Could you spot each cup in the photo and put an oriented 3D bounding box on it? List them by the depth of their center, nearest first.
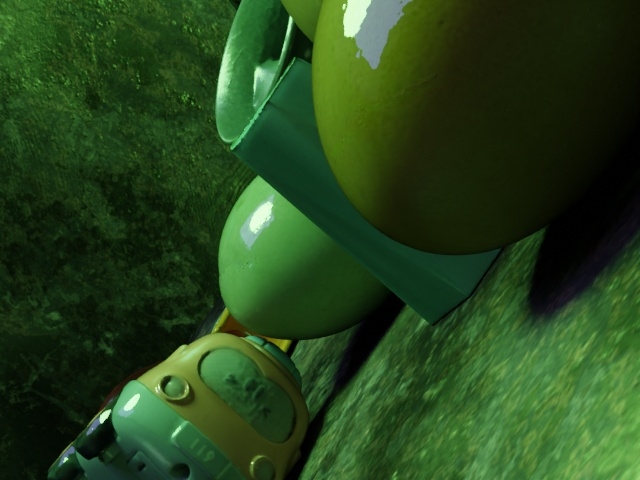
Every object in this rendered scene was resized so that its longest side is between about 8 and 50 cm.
[{"bbox_3d":[0.047,-0.055,1.284,0.148,0.235,0.134,-54,7,-4],"label":"cup"},{"bbox_3d":[-0.003,-0.174,1.522,0.199,0.150,0.199,-49,33,48],"label":"cup"}]

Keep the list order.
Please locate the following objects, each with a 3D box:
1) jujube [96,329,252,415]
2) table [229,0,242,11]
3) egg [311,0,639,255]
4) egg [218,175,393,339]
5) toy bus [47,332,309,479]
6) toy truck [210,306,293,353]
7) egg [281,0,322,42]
[{"bbox_3d":[-0.161,0.220,1.789,0.255,0.190,0.190,-38,-2,-24],"label":"jujube"},{"bbox_3d":[0.105,-0.318,1.706,0.222,0.272,0.335,5,54,45],"label":"table"},{"bbox_3d":[0.120,-0.138,1.079,0.322,0.250,0.250,-68,11,-23],"label":"egg"},{"bbox_3d":[0.000,0.000,1.540,0.253,0.186,0.186,-46,1,-27],"label":"egg"},{"bbox_3d":[-0.122,0.209,1.509,0.232,0.194,0.288,-45,-1,-32],"label":"toy bus"},{"bbox_3d":[-0.075,0.089,2.034,0.135,0.114,0.270,-55,5,41],"label":"toy truck"},{"bbox_3d":[0.110,-0.307,1.359,0.374,0.301,0.301,-51,2,-38],"label":"egg"}]
